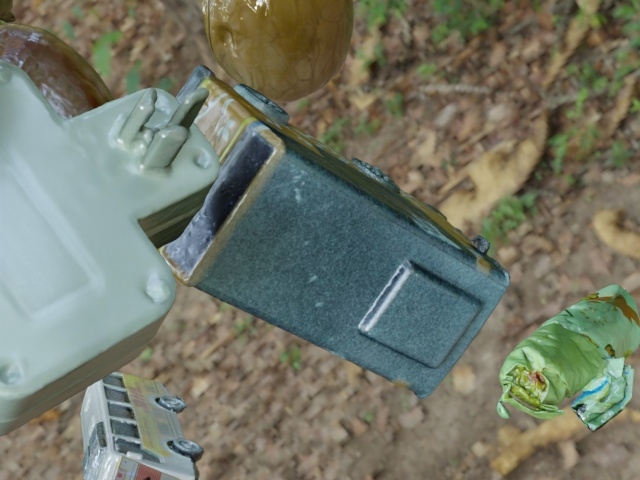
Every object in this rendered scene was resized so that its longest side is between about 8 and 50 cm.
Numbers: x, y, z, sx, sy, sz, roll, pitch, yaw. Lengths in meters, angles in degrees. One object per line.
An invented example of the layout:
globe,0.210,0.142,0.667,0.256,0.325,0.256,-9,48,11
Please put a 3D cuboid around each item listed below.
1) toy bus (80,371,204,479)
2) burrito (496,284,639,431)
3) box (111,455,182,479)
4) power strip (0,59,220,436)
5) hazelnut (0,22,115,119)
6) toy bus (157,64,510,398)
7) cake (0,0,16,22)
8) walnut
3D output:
toy bus,-0.242,0.269,1.705,0.342,0.138,0.097,-131,61,-72
burrito,0.242,0.111,1.170,0.054,0.104,0.288,-52,-17,29
box,-0.188,0.271,1.410,0.012,0.083,0.046,-36,33,53
power strip,-0.183,-0.027,0.889,0.261,0.229,0.141,-30,-12,-40
hazelnut,-0.311,-0.092,1.253,0.229,0.229,0.229,-31,25,16
toy bus,0.000,0.000,1.161,0.162,0.323,0.194,-56,35,8
cake,-0.292,-0.225,0.746,0.332,0.321,0.332,-7,54,10
walnut,-0.044,-0.243,1.338,0.167,0.207,0.167,0,42,0
